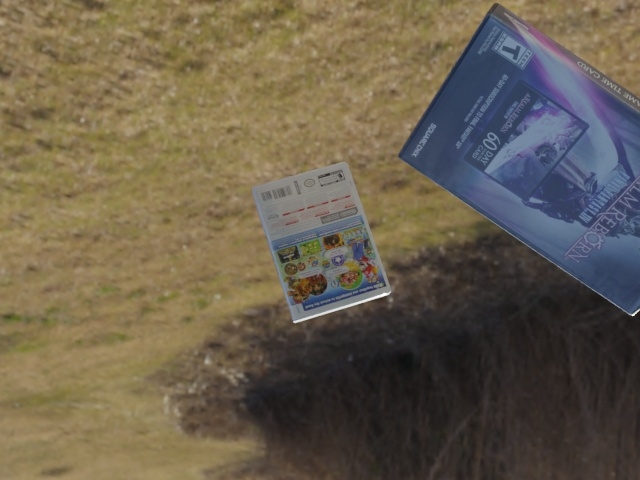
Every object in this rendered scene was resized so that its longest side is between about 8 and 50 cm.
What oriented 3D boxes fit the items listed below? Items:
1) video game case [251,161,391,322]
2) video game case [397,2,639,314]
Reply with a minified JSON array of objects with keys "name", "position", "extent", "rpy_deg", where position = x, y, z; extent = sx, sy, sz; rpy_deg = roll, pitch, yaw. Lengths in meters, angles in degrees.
[{"name":"video game case","position":[0.000,0.000,0.856],"extent":[0.087,0.122,0.011],"rpy_deg":[-16,167,-10]},{"name":"video game case","position":[0.223,-0.064,0.904],"extent":[0.274,0.026,0.196],"rpy_deg":[35,140,4]}]
